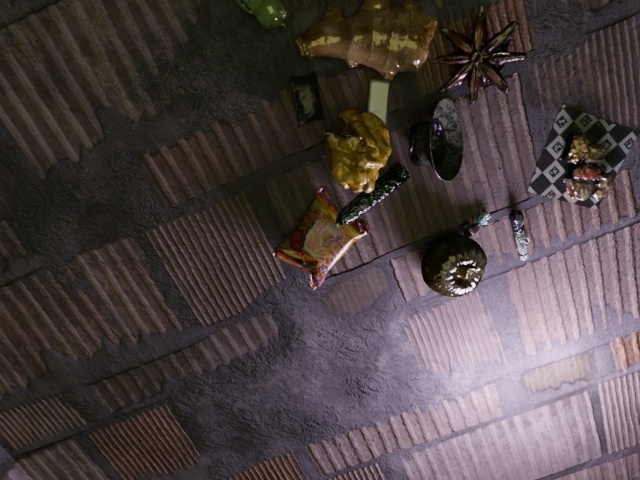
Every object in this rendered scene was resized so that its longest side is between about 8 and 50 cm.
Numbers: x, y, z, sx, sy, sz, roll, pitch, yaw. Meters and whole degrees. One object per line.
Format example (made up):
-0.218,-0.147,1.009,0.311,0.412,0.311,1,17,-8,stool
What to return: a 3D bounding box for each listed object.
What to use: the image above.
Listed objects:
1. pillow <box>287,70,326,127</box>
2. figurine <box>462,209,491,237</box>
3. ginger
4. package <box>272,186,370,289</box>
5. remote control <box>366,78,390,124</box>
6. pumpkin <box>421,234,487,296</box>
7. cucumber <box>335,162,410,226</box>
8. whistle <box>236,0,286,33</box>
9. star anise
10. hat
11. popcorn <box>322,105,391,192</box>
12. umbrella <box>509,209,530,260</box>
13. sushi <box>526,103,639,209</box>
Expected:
-0.039,-0.427,1.229,0.090,0.048,0.150,-10,108,4,pillow
0.536,-0.055,1.399,0.106,0.047,0.060,-40,143,4,figurine
0.127,-0.589,1.121,0.375,0.166,0.236,8,119,-12,ginger
-0.005,-0.005,1.357,0.223,0.108,0.288,41,92,-14,package
0.174,-0.366,1.275,0.067,0.029,0.261,4,109,4,remote control
0.456,0.089,1.386,0.223,0.157,0.224,-5,111,-13,pumpkin
0.160,-0.140,1.305,0.293,0.067,0.068,-38,108,-4,cucumber
-0.178,-0.667,1.114,0.227,0.105,0.085,43,73,-13,whistle
0.463,-0.539,1.197,0.271,0.102,0.272,11,116,23,star anise
0.334,-0.297,1.243,0.128,0.265,0.266,0,115,36,hat
0.113,-0.270,1.199,0.190,0.191,0.254,-14,101,16,popcorn
0.700,-0.017,1.416,0.050,0.046,0.189,-13,112,23,umbrella
0.872,-0.258,1.330,0.293,0.059,0.293,14,109,-7,sushi
